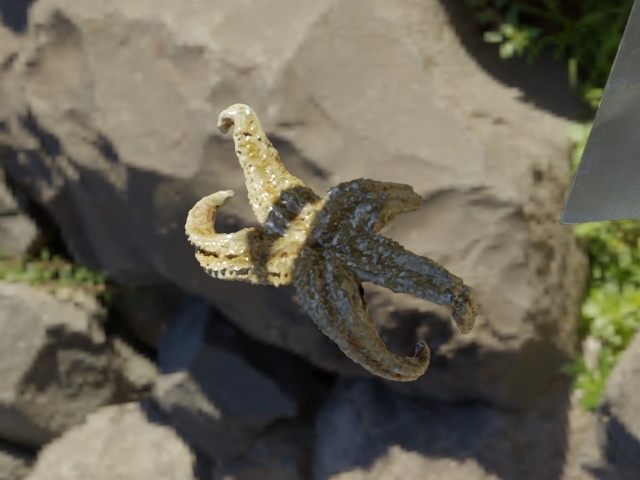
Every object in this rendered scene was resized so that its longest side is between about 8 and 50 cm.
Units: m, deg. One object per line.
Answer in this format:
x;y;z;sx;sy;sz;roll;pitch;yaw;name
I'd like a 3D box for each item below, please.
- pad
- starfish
0.216;-0.086;0.988;0.116;0.004;0.193;-3;51;35;pad
0.002;-0.006;1.028;0.209;0.150;0.053;54;149;21;starfish
